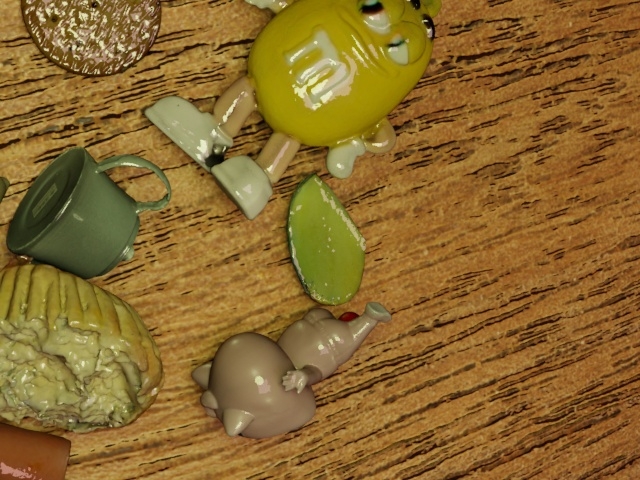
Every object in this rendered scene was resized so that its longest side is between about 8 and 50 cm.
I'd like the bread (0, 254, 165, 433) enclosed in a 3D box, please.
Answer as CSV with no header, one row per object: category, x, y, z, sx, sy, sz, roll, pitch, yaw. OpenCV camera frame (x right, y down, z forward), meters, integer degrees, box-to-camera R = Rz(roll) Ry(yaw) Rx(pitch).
bread,-0.334,0.146,1.265,0.274,0.274,0.149,19,50,-23

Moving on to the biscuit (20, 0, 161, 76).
biscuit,-0.306,-0.315,1.320,0.187,0.027,0.188,-2,95,-22

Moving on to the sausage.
sausage,-0.463,0.281,1.275,0.259,0.113,0.114,21,87,-24

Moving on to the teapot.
teapot,-0.297,-0.022,1.288,0.239,0.162,0.149,-40,122,17

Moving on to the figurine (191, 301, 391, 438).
figurine,-0.032,0.189,1.412,0.287,0.176,0.186,-34,130,-21

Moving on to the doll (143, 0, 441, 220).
doll,-0.038,-0.229,1.379,0.348,0.161,0.423,22,82,-9

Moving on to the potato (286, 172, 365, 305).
potato,0.000,0.000,1.469,0.119,0.054,0.198,-25,100,-18

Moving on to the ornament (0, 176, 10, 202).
ornament,-0.475,0.020,1.217,0.061,0.245,0.230,31,109,-5
